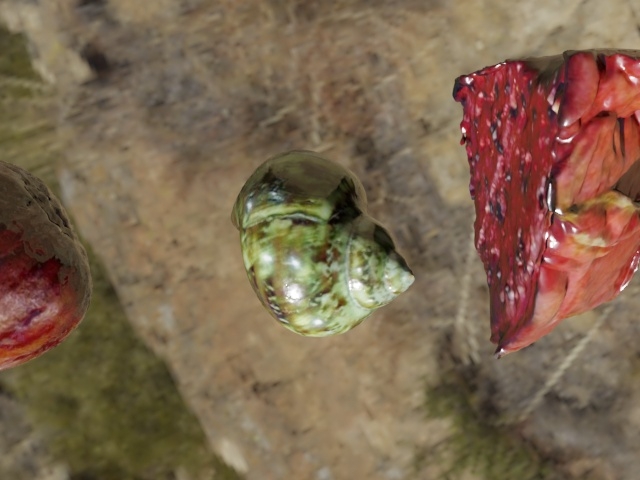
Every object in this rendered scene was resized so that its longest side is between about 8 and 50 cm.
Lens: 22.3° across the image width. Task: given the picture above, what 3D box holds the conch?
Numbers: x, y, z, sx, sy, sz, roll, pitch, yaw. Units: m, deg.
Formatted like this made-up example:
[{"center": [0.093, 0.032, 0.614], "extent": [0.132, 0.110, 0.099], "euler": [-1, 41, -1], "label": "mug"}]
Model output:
[{"center": [0.002, -0.002, 1.447], "extent": [0.181, 0.187, 0.124], "euler": [48, 119, 14], "label": "conch"}]

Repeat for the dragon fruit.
[{"center": [0.266, -0.051, 1.414], "extent": [0.329, 0.228, 0.286], "euler": [145, 121, -78], "label": "dragon fruit"}]

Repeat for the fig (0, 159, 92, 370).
[{"center": [-0.364, 0.040, 1.756], "extent": [0.224, 0.263, 0.224], "euler": [25, 146, 18], "label": "fig"}]
